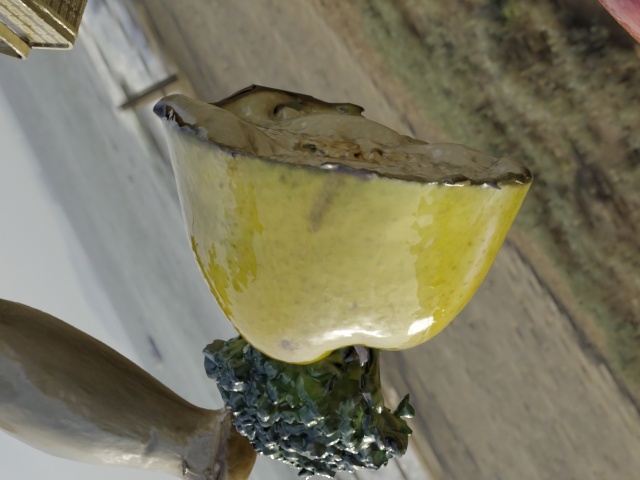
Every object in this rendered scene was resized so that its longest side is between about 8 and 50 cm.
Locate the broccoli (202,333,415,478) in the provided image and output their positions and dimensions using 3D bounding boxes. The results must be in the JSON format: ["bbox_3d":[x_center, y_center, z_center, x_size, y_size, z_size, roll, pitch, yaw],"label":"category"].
[{"bbox_3d":[0.008,0.053,1.149,0.177,0.275,0.198,6,154,31],"label":"broccoli"}]

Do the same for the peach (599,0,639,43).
[{"bbox_3d":[0.412,-0.262,1.188,0.380,0.306,0.242,19,151,55],"label":"peach"}]

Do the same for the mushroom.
[{"bbox_3d":[-0.227,0.155,1.331,0.350,0.128,0.128,22,172,-4],"label":"mushroom"}]

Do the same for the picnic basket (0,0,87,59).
[{"bbox_3d":[-0.459,-0.355,1.733,0.228,0.313,0.175,42,-122,-62],"label":"picnic basket"}]

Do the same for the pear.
[{"bbox_3d":[0.002,0.001,0.941,0.267,0.267,0.178,-141,62,-68],"label":"pear"}]
